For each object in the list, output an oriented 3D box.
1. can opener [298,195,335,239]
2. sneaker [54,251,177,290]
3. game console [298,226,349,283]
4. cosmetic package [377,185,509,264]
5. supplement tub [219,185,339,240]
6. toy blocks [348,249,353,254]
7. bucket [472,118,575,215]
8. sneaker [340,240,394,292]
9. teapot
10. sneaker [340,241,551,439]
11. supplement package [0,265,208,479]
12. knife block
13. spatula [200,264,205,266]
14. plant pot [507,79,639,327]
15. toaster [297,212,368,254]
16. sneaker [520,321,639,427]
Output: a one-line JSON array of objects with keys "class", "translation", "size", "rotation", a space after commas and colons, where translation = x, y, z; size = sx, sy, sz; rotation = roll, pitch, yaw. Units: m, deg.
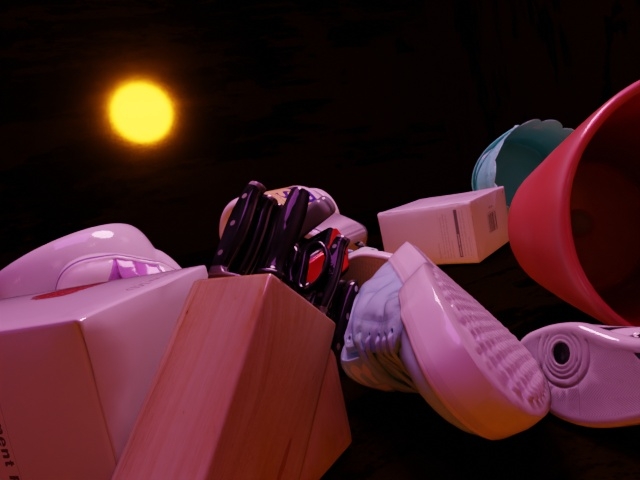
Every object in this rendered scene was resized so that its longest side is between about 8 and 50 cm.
[{"class": "can opener", "translation": [-0.101, -0.018, 1.018], "size": [0.283, 0.095, 0.076], "rotation": [-37, 0, 23]}, {"class": "sneaker", "translation": [-0.167, 0.096, 0.556], "size": [0.282, 0.102, 0.161], "rotation": [23, -2, -24]}, {"class": "game console", "translation": [-0.106, 0.090, 0.870], "size": [0.342, 0.060, 0.386], "rotation": [-31, 4, 6]}, {"class": "cosmetic package", "translation": [0.294, -0.031, 1.100], "size": [0.225, 0.138, 0.224], "rotation": [-4, 10, 40]}, {"class": "supplement tub", "translation": [-0.116, -0.040, 1.445], "size": [0.241, 0.240, 0.331], "rotation": [-6, 9, 40]}, {"class": "toy blocks", "translation": [-0.004, 0.054, 1.106], "size": [0.148, 0.123, 0.054], "rotation": [5, 44, -3]}, {"class": "bucket", "translation": [0.564, -0.171, 1.276], "size": [0.281, 0.280, 0.183], "rotation": [-12, -2, -3]}, {"class": "sneaker", "translation": [0.114, 0.045, 0.922], "size": [0.151, 0.094, 0.256], "rotation": [-26, 11, -38]}, {"class": "teapot", "translation": [-0.331, 0.108, 0.675], "size": [0.256, 0.187, 0.252], "rotation": [-32, -3, 27]}, {"class": "sneaker", "translation": [0.090, 0.106, 0.450], "size": [0.150, 0.135, 0.366], "rotation": [-49, -2, 8]}, {"class": "supplement package", "translation": [-0.256, 0.142, 0.441], "size": [0.293, 0.175, 0.177], "rotation": [-10, 6, 17]}, {"class": "knife block", "translation": [-0.065, 0.078, 0.363], "size": [0.088, 0.241, 0.276], "rotation": [-8, 8, 35]}, {"class": "spatula", "translation": [-0.275, 0.091, 0.938], "size": [0.084, 0.030, 0.296], "rotation": [-35, 5, -6]}, {"class": "plant pot", "translation": [0.351, -0.024, 0.530], "size": [0.275, 0.274, 0.243], "rotation": [-12, -2, 1]}, {"class": "toaster", "translation": [0.000, 0.000, 1.222], "size": [0.227, 0.129, 0.146], "rotation": [24, 30, 31]}, {"class": "sneaker", "translation": [0.266, 0.105, 0.352], "size": [0.121, 0.079, 0.217], "rotation": [10, -14, -19]}]
